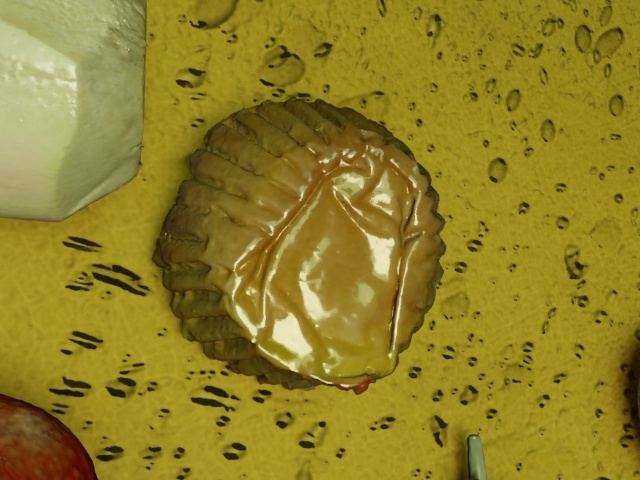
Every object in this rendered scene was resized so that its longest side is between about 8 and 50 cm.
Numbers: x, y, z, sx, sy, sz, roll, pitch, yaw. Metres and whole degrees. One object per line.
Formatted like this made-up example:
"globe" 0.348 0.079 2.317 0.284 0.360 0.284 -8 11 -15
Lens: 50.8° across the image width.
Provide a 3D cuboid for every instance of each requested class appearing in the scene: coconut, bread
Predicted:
"coconut" -0.243 -0.125 0.493 0.241 0.241 0.241 4 78 -19
"bread" 0.000 0.000 0.589 0.274 0.149 0.274 2 84 -22

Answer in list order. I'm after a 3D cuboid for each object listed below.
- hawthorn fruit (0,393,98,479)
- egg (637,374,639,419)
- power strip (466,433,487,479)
"hawthorn fruit" -0.297 0.178 0.405 0.300 0.254 0.254 33 70 6
"egg" 0.429 0.195 0.678 0.186 0.186 0.242 -41 89 -22
"power strip" 0.156 0.323 0.605 0.053 0.093 0.288 3 79 -16
